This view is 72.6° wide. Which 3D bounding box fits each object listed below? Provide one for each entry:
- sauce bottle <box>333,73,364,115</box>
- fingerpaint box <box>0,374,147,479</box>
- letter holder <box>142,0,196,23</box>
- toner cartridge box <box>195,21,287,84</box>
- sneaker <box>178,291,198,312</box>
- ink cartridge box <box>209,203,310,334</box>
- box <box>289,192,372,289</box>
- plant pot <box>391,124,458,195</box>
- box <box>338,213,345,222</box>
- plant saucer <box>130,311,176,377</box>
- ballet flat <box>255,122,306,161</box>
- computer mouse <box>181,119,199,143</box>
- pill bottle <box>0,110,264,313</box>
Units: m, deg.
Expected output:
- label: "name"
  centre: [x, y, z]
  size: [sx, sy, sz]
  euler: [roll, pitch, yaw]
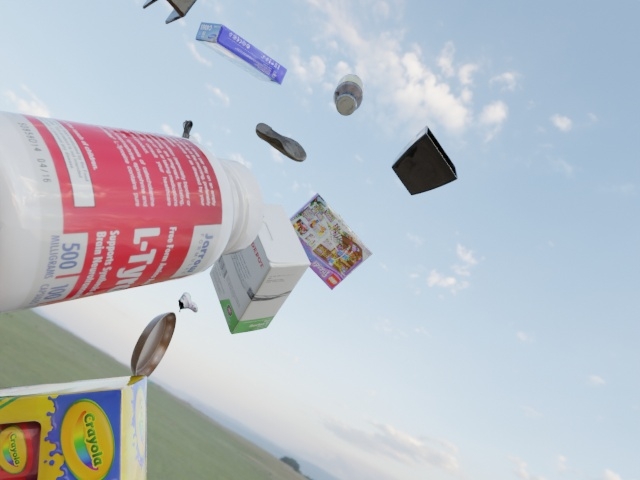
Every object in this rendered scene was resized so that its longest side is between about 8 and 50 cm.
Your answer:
- label: "sauce bottle"
  centre: [0.104, -0.537, 1.607]
  size: [0.111, 0.344, 0.112]
  euler: [3, -62, 6]
- label: "fingerpaint box"
  centre: [-0.479, 0.465, 0.685]
  size: [0.370, 0.446, 0.163]
  euler: [-2, -9, -8]
- label: "letter holder"
  centre: [-0.455, -0.834, 1.355]
  size: [0.214, 0.302, 0.152]
  euler: [7, -26, 43]
- label: "toner cartridge box"
  centre: [-0.314, -0.751, 1.765]
  size: [0.165, 0.075, 0.347]
  euler: [28, 8, 41]
- label: "sneaker"
  centre: [-0.508, 0.252, 1.645]
  size: [0.038, 0.069, 0.098]
  euler: [-7, -58, 33]
- label: "ink cartridge box"
  centre: [-0.168, 0.074, 1.138]
  size: [0.121, 0.211, 0.289]
  euler: [0, -41, -37]
- label: "box"
  centre: [0.015, 0.005, 1.545]
  size: [0.293, 0.201, 0.057]
  euler: [47, 4, -14]
- label: "plant pot"
  centre: [0.355, -0.267, 1.527]
  size: [0.166, 0.188, 0.188]
  euler: [-33, -79, 25]
- label: "box"
  centre: [0.000, 0.000, 1.658]
  size: [0.087, 0.232, 0.058]
  euler: [56, 9, -20]
- label: "plant saucer"
  centre: [-0.388, 0.239, 1.004]
  size: [0.029, 0.169, 0.168]
  euler: [20, -26, 2]
- label: "ballet flat"
  centre: [-0.167, -0.400, 1.813]
  size: [0.249, 0.084, 0.058]
  euler: [33, -33, 1]
- label: "computer mouse"
  centre: [-0.459, -0.344, 1.567]
  size: [0.042, 0.106, 0.193]
  euler: [4, -11, -3]
- label: "pill bottle"
  centre: [-0.278, -0.044, 0.630]
  size: [0.228, 0.229, 0.407]
  euler: [14, 12, 31]
